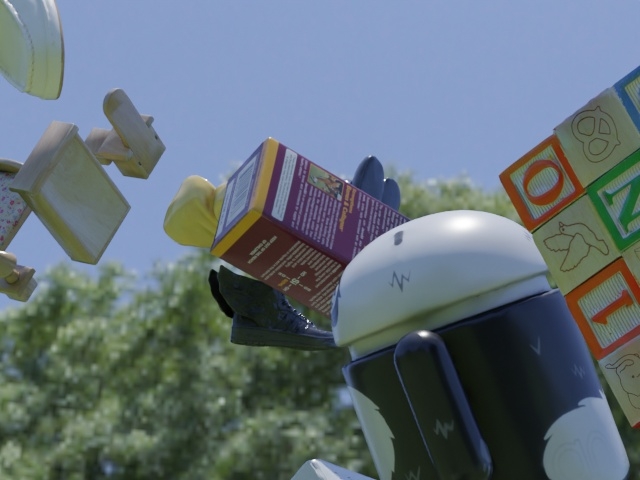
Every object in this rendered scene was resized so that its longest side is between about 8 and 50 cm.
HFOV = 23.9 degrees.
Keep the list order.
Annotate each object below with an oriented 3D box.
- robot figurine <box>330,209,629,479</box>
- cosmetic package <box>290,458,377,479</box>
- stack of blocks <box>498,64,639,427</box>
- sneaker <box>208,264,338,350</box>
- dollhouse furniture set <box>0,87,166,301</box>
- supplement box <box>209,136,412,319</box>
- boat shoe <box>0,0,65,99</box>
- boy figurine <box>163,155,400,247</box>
[{"bbox_3d":[0.110,0.117,1.072,0.173,0.278,0.209,-17,-6,-24],"label":"robot figurine"},{"bbox_3d":[0.111,0.353,1.355,0.156,0.217,0.385,-51,-40,12],"label":"cosmetic package"},{"bbox_3d":[0.242,0.041,0.814,0.171,0.297,0.087,-39,-28,27],"label":"stack of blocks"},{"bbox_3d":[-0.052,0.081,1.784,0.170,0.089,0.051,6,-10,-28],"label":"sneaker"},{"bbox_3d":[-0.451,-0.097,2.108,0.355,0.303,0.174,11,-32,32],"label":"dollhouse furniture set"},{"bbox_3d":[0.000,0.000,1.447,0.188,0.104,0.081,30,-47,-19],"label":"supplement box"},{"bbox_3d":[-0.314,-0.213,1.387,0.096,0.277,0.098,-6,-52,-31],"label":"boat shoe"},{"bbox_3d":[-0.050,-0.031,1.760,0.285,0.092,0.177,-3,-29,32],"label":"boy figurine"}]
